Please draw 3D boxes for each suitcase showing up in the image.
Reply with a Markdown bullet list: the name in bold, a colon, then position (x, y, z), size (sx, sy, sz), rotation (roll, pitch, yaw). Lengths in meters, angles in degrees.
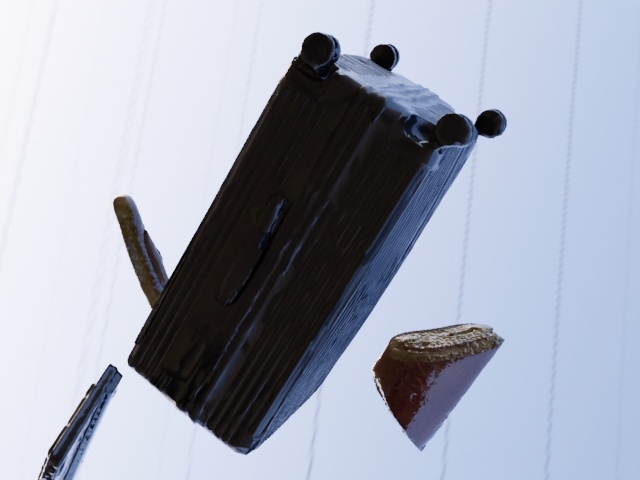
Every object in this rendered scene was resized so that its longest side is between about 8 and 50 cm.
- **suitcase**: position (0.000, 0.000, 0.878), size (0.152, 0.229, 0.335), rotation (34, -73, 11)

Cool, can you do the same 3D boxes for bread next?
- **bread**: position (0.125, 0.173, 1.235), size (0.192, 0.119, 0.067), rotation (-61, -159, 21)

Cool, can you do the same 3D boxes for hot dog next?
- **hot dog**: position (-0.182, 0.015, 1.047), size (0.028, 0.137, 0.044), rotation (-19, -165, 2)

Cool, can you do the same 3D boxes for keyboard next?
- **keyboard**: position (-0.224, 0.211, 0.841), size (0.310, 0.018, 0.101), rotation (-58, -178, 47)
